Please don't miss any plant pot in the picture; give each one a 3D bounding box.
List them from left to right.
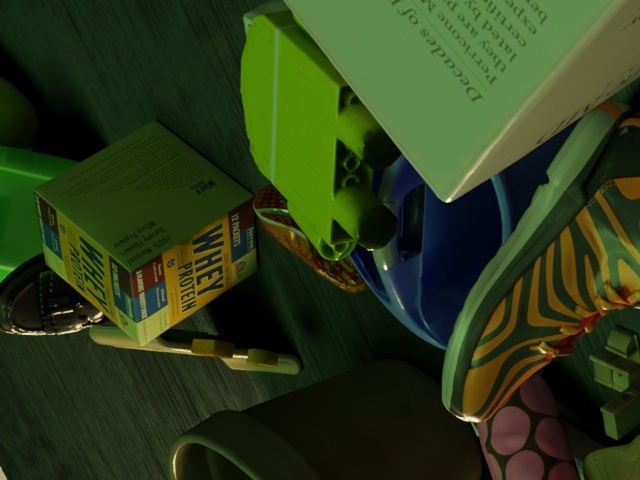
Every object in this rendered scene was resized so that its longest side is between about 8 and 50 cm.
[{"bbox_3d":[0.026,0.291,2.082,0.323,0.280,0.323,38,147,31],"label":"plant pot"}]

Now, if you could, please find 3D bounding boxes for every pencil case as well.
[{"bbox_3d":[0.210,0.223,1.827,0.095,0.098,0.209,71,-177,-51],"label":"pencil case"}]

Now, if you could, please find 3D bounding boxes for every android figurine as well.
[{"bbox_3d":[-0.004,-0.110,1.636,0.273,0.056,0.248,-132,37,-51],"label":"android figurine"}]

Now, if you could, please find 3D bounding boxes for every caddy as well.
[{"bbox_3d":[0.115,-0.046,1.686,0.241,0.179,0.341,38,147,31],"label":"caddy"}]

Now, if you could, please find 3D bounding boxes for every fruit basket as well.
[{"bbox_3d":[-0.462,-0.096,2.576,0.392,0.283,0.392,-167,90,-70],"label":"fruit basket"}]

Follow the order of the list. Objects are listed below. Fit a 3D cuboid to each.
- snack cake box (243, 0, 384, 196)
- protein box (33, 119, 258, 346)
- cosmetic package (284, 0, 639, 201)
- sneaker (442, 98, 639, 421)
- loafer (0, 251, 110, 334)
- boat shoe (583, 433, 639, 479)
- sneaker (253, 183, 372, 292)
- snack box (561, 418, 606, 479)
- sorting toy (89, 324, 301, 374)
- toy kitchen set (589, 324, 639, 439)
[{"bbox_3d":[0.020,-0.120,1.859,0.152,0.089,0.264,31,143,43],"label":"snack cake box"},{"bbox_3d":[-0.218,-0.012,2.243,0.201,0.200,0.136,37,146,32],"label":"protein box"},{"bbox_3d":[0.162,-0.300,1.170,0.327,0.329,0.394,52,153,8],"label":"cosmetic package"},{"bbox_3d":[0.238,0.054,1.525,0.180,0.124,0.321,35,111,20],"label":"sneaker"},{"bbox_3d":[-0.291,0.060,2.354,0.095,0.302,0.109,14,112,44],"label":"loafer"},{"bbox_3d":[0.348,0.217,1.675,0.103,0.092,0.285,70,158,6],"label":"boat shoe"},{"bbox_3d":[0.000,0.000,1.877,0.175,0.064,0.067,43,171,36],"label":"sneaker"},{"bbox_3d":[0.289,0.259,1.884,0.141,0.037,0.100,31,142,40],"label":"snack box"},{"bbox_3d":[-0.143,0.137,2.325,0.307,0.229,0.041,-2,77,59],"label":"sorting toy"},{"bbox_3d":[0.280,0.133,1.722,0.083,0.075,0.068,25,139,47],"label":"toy kitchen set"}]
